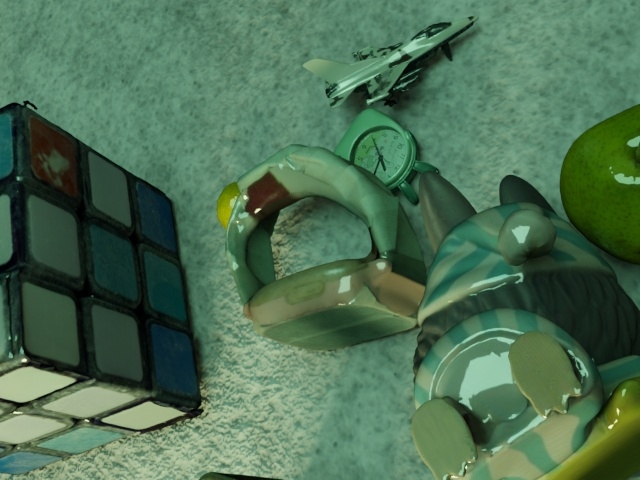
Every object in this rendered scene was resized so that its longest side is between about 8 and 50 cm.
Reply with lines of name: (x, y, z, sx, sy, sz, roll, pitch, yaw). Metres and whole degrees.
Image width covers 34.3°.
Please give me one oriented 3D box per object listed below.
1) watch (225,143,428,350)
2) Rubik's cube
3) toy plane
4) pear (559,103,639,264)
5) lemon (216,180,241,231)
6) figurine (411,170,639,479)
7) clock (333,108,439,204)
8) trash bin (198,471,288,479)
watch: (0.000, 0.000, 1.273, 0.253, 0.161, 0.241, -18, 63, 31)
Rubik's cube: (-0.402, 0.085, 1.360, 0.363, 0.362, 0.359, -21, 66, 23)
toy plane: (0.099, -0.227, 1.353, 0.234, 0.082, 0.160, -15, 33, 3)
pear: (0.336, -0.066, 1.075, 0.180, 0.216, 0.166, -13, 71, 19)
lemon: (-0.111, -0.043, 1.412, 0.062, 0.062, 0.083, 9, 91, 32)
figurine: (0.158, 0.077, 1.038, 0.266, 0.361, 0.378, -39, 56, 12)
clock: (0.083, -0.102, 1.335, 0.135, 0.041, 0.101, 37, 92, 33)
trash bin: (-0.047, 0.343, 1.131, 0.122, 0.240, 0.164, 9, 76, 30)
